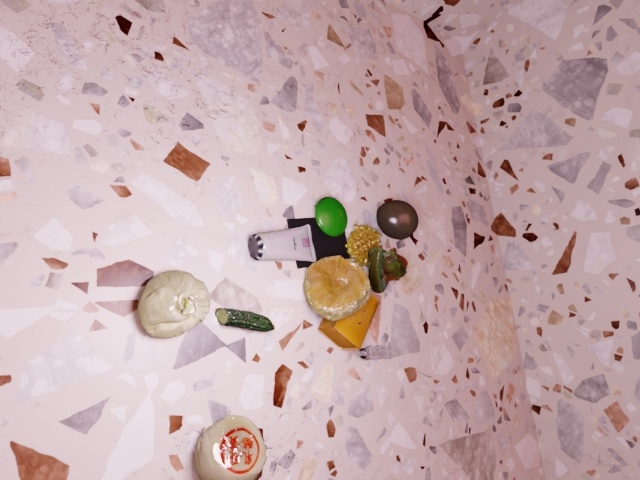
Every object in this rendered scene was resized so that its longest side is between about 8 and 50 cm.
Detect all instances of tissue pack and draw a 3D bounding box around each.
[{"bbox_3d":[0.134,0.360,2.074,0.194,0.145,0.274,45,53,-23],"label":"tissue pack"}]

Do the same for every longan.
[{"bbox_3d":[0.429,-0.123,2.413,0.248,0.248,0.248,12,70,-37],"label":"longan"}]

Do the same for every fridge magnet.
[{"bbox_3d":[0.053,-0.120,2.170,0.208,0.088,0.208,12,71,-37],"label":"fridge magnet"}]

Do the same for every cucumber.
[{"bbox_3d":[-0.304,0.328,1.771,0.265,0.077,0.077,18,67,-38],"label":"cucumber"}]

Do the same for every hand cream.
[{"bbox_3d":[0.277,0.575,2.195,0.257,0.050,0.084,8,75,-45],"label":"hand cream"},{"bbox_3d":[-0.160,0.021,1.953,0.359,0.118,0.185,-5,79,-45],"label":"hand cream"}]

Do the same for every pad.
[{"bbox_3d":[0.000,0.000,2.155,0.367,0.007,0.247,-7,82,-41],"label":"pad"}]

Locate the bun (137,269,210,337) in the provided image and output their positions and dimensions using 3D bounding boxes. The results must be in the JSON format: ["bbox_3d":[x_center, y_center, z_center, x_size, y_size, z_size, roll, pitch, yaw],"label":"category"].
[{"bbox_3d":[-0.525,0.225,1.557,0.259,0.160,0.259,12,69,-34],"label":"bun"}]

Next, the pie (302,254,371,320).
[{"bbox_3d":[0.074,0.209,1.997,0.339,0.083,0.339,0,53,0],"label":"pie"}]

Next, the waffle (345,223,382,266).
[{"bbox_3d":[0.239,0.031,2.304,0.238,0.059,0.243,31,63,-32],"label":"waffle"}]

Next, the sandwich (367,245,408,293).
[{"bbox_3d":[0.388,0.149,2.293,0.301,0.162,0.250,-9,104,-51],"label":"sandwich"}]

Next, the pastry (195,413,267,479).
[{"bbox_3d":[-0.324,0.768,1.553,0.265,0.133,0.265,21,40,-19],"label":"pastry"}]
